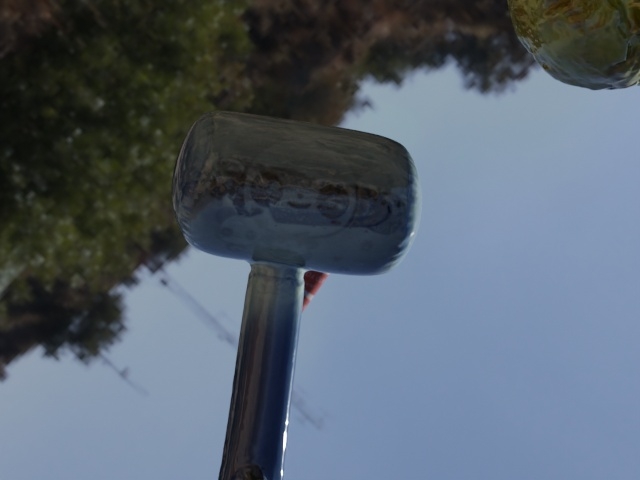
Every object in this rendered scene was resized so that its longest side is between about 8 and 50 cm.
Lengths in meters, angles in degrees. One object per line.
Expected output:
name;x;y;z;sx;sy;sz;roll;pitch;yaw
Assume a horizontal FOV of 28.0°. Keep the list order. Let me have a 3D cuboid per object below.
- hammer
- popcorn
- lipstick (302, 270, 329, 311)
hammer;-0.020;0.041;0.597;0.069;0.116;0.194;176;-78;-84
popcorn;0.288;-0.251;1.320;0.183;0.204;0.221;-53;175;20
lipstick;0.000;0.000;0.901;0.130;0.038;0.038;-55;-170;6
